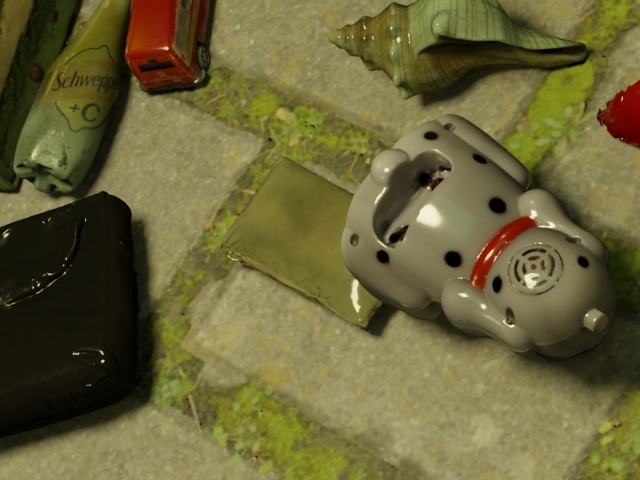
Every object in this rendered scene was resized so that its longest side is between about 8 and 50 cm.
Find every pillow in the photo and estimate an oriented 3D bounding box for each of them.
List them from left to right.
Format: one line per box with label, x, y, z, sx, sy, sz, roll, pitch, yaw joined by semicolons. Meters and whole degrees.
pillow;0.000;0.000;1.941;0.208;0.053;0.119;27;80;32

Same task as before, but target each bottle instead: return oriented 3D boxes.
bottle;-0.253;-0.178;2.151;0.083;0.083;0.269;3;62;28

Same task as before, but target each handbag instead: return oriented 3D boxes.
handbag;-0.307;0.086;2.029;0.275;0.088;0.244;-20;53;20

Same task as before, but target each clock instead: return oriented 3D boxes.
clock;0.166;0.020;1.771;0.254;0.189;0.189;34;82;37

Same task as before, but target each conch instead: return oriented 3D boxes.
conch;0.123;-0.211;1.946;0.234;0.137;0.114;-15;74;26

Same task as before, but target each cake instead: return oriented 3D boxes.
cake;-0.395;-0.212;2.196;0.172;0.158;0.283;2;63;29

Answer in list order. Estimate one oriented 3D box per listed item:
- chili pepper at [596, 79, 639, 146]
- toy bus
chili pepper;0.419;-0.114;1.769;0.388;0.110;0.110;6;66;35
toy bus;-0.162;-0.249;2.148;0.079;0.077;0.174;-7;61;23
